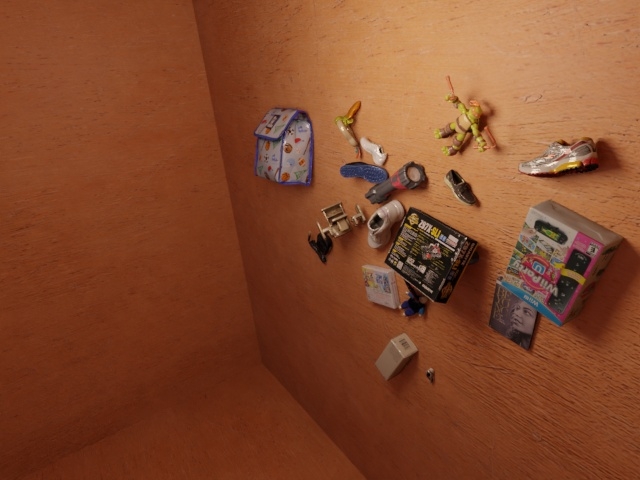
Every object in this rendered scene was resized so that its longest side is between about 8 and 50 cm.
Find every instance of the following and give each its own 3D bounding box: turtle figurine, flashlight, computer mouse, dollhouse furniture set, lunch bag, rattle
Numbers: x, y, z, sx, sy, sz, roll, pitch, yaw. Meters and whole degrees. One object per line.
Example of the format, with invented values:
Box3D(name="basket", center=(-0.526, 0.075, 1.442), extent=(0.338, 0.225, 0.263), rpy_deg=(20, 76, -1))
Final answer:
Box3D(name="turtle figurine", center=(0.456, -0.384, 1.449), extent=(0.269, 0.087, 0.217), rpy_deg=(57, 158, 7))
Box3D(name="flashlight", center=(0.302, -0.223, 1.819), extent=(0.103, 0.103, 0.304), rpy_deg=(46, 157, -5))
Box3D(name="computer mouse", center=(0.000, 0.000, 2.528), extent=(0.184, 0.060, 0.262), rpy_deg=(52, 159, 22))
Box3D(name="dollhouse furniture set", center=(0.081, -0.113, 2.157), extent=(0.242, 0.212, 0.160), rpy_deg=(81, 165, -84))
Box3D(name="lunch bag", center=(-0.200, -0.507, 2.384), extent=(0.328, 0.239, 0.384), rpy_deg=(27, 114, 53))
Box3D(name="rattle", center=(0.163, -0.481, 1.961), extent=(0.199, 0.143, 0.130), rpy_deg=(55, -176, -3))

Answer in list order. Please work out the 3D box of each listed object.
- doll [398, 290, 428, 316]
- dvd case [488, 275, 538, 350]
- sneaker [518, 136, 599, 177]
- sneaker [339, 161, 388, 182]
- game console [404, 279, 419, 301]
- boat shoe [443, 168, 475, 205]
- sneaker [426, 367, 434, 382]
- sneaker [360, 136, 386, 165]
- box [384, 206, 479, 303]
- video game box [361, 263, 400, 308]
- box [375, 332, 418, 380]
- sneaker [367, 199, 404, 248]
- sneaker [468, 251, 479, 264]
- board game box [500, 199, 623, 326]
Box3D(name="doll", center=(0.414, 0.282, 1.989), extent=(0.129, 0.046, 0.189), rpy_deg=(63, 151, 12))
Box3D(name="dvd case", center=(0.669, 0.253, 1.552), extent=(0.165, 0.018, 0.221), rpy_deg=(35, 136, 47))
Box3D(name="sneaker", center=(0.651, -0.225, 1.231), extent=(0.225, 0.088, 0.092), rpy_deg=(-4, 83, 61))
Box3D(name="sneaker", center=(0.202, -0.307, 1.963), extent=(0.233, 0.090, 0.081), rpy_deg=(15, 122, 32))
Box3D(name="game console", center=(0.403, 0.165, 1.908), extent=(0.124, 0.085, 0.144), rpy_deg=(52, -167, -28))
Box3D(name="boat shoe", center=(0.486, -0.184, 1.554), extent=(0.152, 0.056, 0.049), rpy_deg=(55, 153, 27))
Box3D(name="sneaker", center=(0.502, 0.625, 2.061), extent=(0.032, 0.037, 0.083), rpy_deg=(25, 130, 51))
Box3D(name="sneaker", center=(0.229, -0.389, 1.890), extent=(0.152, 0.054, 0.061), rpy_deg=(53, 139, 18))
Box3D(name="box", center=(0.401, 0.048, 1.679), extent=(0.322, 0.080, 0.257), rpy_deg=(41, 111, 53))
Box3D(name="video game box", center=(0.290, 0.219, 2.165), extent=(0.205, 0.048, 0.186), rpy_deg=(10, 118, 58))
Box3D(name="box", center=(0.369, 0.577, 2.204), extent=(0.113, 0.094, 0.275), rpy_deg=(55, 149, 27))
Box3D(name="sneaker", center=(0.247, -0.060, 1.954), extent=(0.114, 0.152, 0.305), rpy_deg=(54, 149, 23))
Box3D(name="sneaker", center=(0.504, 0.084, 1.684), extent=(0.087, 0.083, 0.221), rpy_deg=(37, 149, -23))
Box3D(name="board game box", center=(0.691, 0.067, 1.315), extent=(0.224, 0.098, 0.303), rpy_deg=(43, 143, 41))
